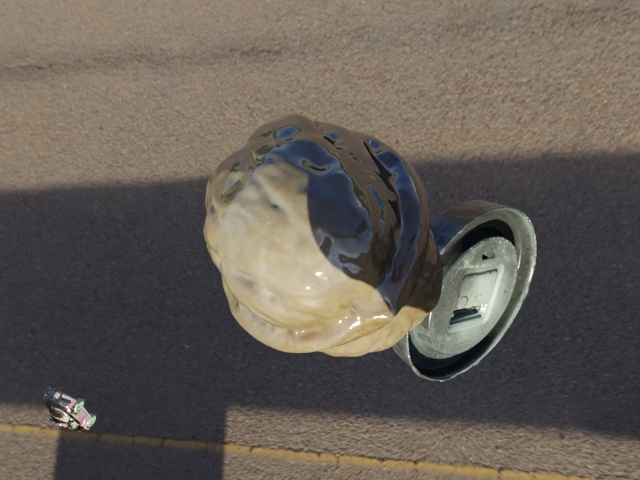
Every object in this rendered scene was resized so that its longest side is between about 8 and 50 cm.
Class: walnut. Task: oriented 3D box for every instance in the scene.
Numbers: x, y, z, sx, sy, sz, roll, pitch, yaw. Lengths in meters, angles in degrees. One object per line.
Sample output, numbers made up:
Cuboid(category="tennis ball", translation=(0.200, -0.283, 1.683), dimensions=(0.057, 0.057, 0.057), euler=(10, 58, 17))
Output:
Cuboid(category="walnut", translation=(0.000, 0.000, 0.487), dimensions=(0.224, 0.224, 0.224), euler=(-4, 72, 11))

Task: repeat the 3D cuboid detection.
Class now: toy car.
Cuboid(category="toy car", translation=(-0.458, 0.310, 0.997), dimensions=(0.069, 0.142, 0.055), euler=(20, 56, 9))

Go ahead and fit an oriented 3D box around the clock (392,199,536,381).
Cuboid(category="clock", translation=(0.290, 0.101, 1.121), dimensions=(0.386, 0.386, 0.076), euler=(-52, 45, -7))
